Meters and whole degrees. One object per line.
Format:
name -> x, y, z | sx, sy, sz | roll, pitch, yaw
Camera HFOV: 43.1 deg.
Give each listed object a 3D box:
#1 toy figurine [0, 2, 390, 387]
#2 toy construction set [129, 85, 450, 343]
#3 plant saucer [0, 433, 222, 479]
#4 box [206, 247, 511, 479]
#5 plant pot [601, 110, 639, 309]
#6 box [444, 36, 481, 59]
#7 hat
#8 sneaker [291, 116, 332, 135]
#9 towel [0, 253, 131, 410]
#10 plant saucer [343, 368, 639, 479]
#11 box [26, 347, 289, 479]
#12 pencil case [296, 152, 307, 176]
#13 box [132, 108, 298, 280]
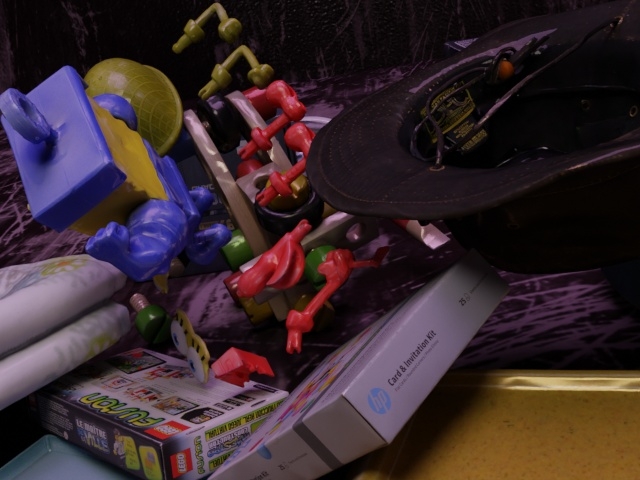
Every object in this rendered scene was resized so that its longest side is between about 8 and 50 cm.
toy figurine -> -0.138, -0.084, 0.597 | 0.191, 0.217, 0.362 | -38, 56, 15
toy construction set -> 0.000, 0.000, 0.788 | 0.309, 0.257, 0.237 | -9, 32, -31
plant saucer -> -0.151, 0.175, 0.583 | 0.192, 0.018, 0.067 | -1, 20, 29
box -> 0.020, 0.093, 0.509 | 0.145, 0.038, 0.186 | -41, -3, -40
plant pot -> 0.365, -0.099, 0.661 | 0.293, 0.235, 0.293 | -13, 33, 9
box -> 0.376, -0.241, 1.301 | 0.296, 0.182, 0.294 | -8, 19, 1
hat -> 0.158, -0.054, 0.553 | 0.331, 0.134, 0.331 | -20, 24, 9
sneaker -> -0.100, -0.126, 1.352 | 0.296, 0.104, 0.147 | -10, 19, 19
towel -> -0.378, 0.118, 0.664 | 0.321, 0.090, 0.374 | -10, 14, 43
plant saucer -> 0.137, 0.152, 0.396 | 0.333, 0.081, 0.333 | -2, 19, 20
box -> -0.132, 0.131, 0.635 | 0.114, 0.036, 0.207 | -15, 14, -42
pencil case -> -0.111, -0.078, 1.166 | 0.273, 0.124, 0.113 | 11, -13, 44
box -> -0.138, -0.055, 1.007 | 0.233, 0.183, 0.059 | -7, 19, 6
